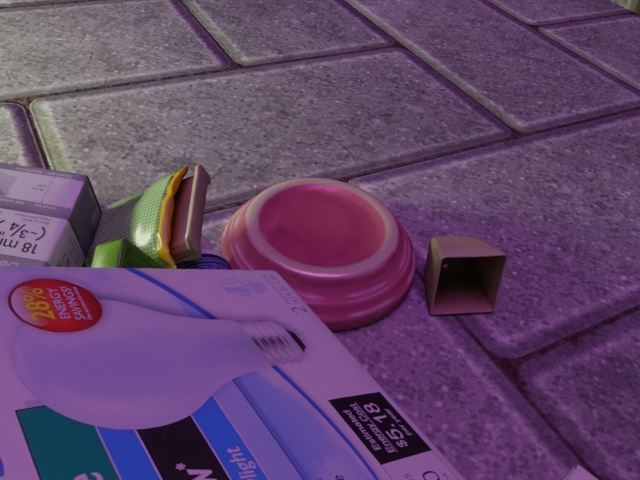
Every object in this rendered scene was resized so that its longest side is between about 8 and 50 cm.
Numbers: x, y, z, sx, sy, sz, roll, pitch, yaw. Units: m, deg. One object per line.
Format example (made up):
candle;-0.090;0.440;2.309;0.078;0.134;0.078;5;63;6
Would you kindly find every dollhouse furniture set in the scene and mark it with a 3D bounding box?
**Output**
dollhouse furniture set;-0.272;0.011;0.805;0.198;0.151;0.301;-16;54;23

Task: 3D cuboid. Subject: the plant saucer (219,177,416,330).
plant saucer;0.000;0.000;1.014;0.332;0.084;0.332;5;42;-4

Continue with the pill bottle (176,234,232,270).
pill bottle;-0.172;0.078;0.878;0.112;0.112;0.186;-12;46;-21

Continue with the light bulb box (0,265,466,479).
light bulb box;-0.126;0.204;0.467;0.361;0.225;0.358;3;30;-44

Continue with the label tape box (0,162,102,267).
label tape box;-0.471;0.048;0.817;0.241;0.106;0.333;8;54;0

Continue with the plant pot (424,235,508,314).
plant pot;0.223;0.047;0.988;0.109;0.109;0.096;-1;30;-10

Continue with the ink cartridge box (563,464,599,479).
ink cartridge box;0.293;0.375;0.556;0.273;0.197;0.114;35;47;27
